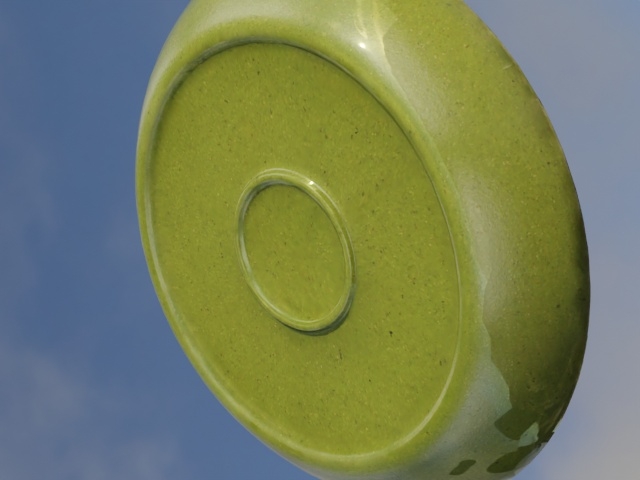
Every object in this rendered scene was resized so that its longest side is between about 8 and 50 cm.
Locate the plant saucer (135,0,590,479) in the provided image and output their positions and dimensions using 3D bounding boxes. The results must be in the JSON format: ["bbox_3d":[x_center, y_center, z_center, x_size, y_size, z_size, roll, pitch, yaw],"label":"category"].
[{"bbox_3d":[0.000,0.000,0.744,0.037,0.241,0.241,-22,-87,-43],"label":"plant saucer"}]
